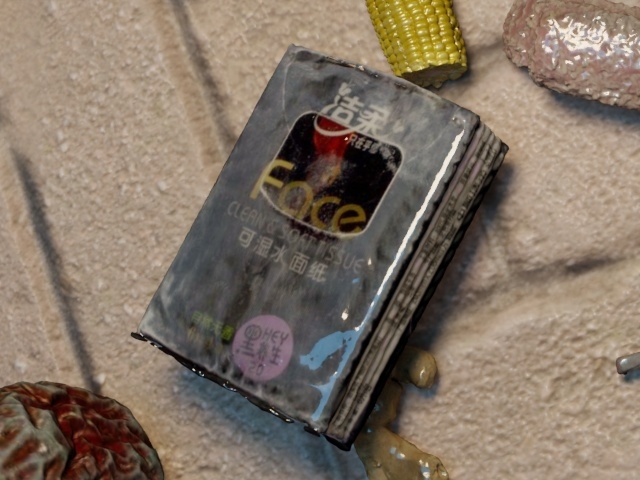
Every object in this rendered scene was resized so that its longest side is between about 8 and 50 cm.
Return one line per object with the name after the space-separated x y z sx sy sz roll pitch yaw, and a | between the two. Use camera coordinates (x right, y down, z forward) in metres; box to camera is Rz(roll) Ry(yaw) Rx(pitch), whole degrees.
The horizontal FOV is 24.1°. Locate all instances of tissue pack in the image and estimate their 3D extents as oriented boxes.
0.000 0.000 1.536 0.259 0.122 0.361 27 86 31 | tissue pack

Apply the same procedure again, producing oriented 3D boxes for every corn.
0.084 -0.281 1.580 0.093 0.093 0.244 -24 78 18 | corn

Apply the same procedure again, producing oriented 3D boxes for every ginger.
0.062 0.153 1.566 0.149 0.065 0.258 -43 70 10 | ginger

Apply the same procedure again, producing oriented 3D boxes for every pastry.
0.293 -0.183 1.481 0.265 0.112 0.103 20 103 23 | pastry

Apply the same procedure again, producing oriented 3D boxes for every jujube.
-0.303 0.257 1.566 0.226 0.317 0.226 1 93 24 | jujube

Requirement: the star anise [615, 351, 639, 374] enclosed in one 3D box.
0.400 0.151 1.411 0.262 0.081 0.230 25 78 25 | star anise
